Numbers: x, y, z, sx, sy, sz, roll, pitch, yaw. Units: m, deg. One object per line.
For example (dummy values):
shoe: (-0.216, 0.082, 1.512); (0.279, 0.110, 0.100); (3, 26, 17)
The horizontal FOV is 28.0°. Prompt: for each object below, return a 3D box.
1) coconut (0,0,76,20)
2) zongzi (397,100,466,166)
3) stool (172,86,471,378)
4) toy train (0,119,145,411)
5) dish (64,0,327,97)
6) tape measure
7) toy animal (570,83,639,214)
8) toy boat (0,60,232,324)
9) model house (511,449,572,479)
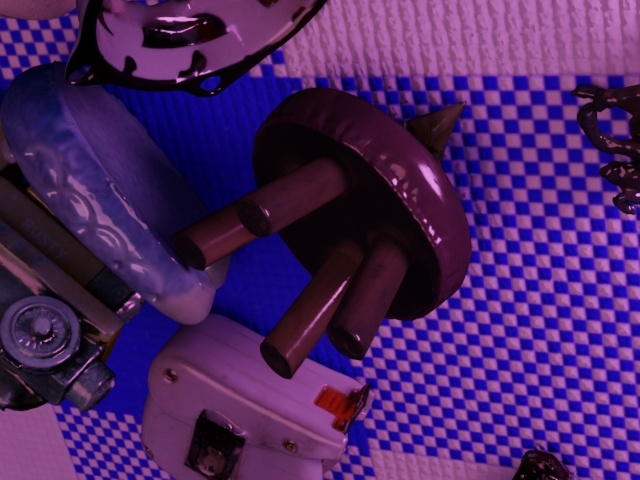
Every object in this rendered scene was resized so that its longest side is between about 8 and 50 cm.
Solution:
coconut: (-0.287, -0.339, 1.263); (0.234, 0.224, 0.224); (-31, 102, 41)
zongzi: (0.118, -0.083, 1.319); (0.113, 0.052, 0.104); (-18, 118, 23)
stool: (0.000, 0.000, 1.304); (0.272, 0.178, 0.272); (33, 148, 24)
toy train: (-0.367, 0.018, 1.510); (0.397, 0.253, 0.160); (40, 146, 3)
dish: (-0.119, -0.269, 1.214); (0.303, 0.303, 0.120); (-49, 60, 41)
tape measure: (-0.090, 0.227, 1.582); (0.258, 0.130, 0.265); (25, 129, 10)
toy animal: (0.315, -0.116, 1.159); (0.148, 0.084, 0.233); (28, 145, -6)
toy boat: (-0.237, -0.043, 1.420); (0.123, 0.215, 0.330); (-36, 103, 16)
model house: (0.246, 0.372, 1.469); (0.203, 0.164, 0.141); (48, 135, -10)
